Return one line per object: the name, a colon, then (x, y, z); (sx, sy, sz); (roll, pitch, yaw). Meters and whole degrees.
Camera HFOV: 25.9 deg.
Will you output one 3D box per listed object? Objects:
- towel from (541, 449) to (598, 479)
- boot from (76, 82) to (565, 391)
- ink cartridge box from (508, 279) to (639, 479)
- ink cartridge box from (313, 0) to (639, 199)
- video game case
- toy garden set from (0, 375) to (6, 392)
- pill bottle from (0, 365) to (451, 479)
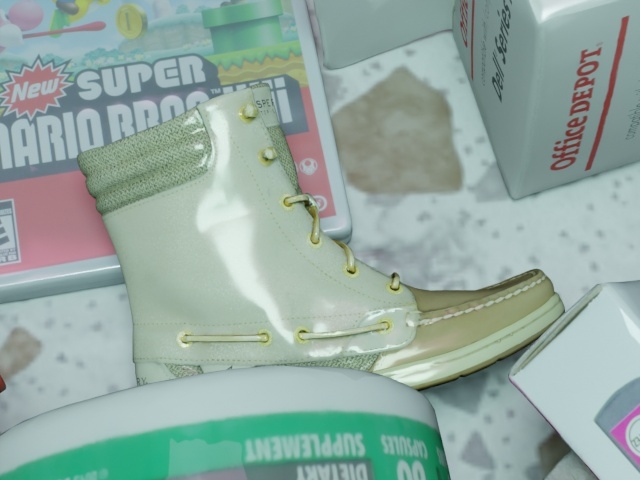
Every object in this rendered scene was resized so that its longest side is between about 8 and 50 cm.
towel: (0.142, 0.172, 0.543); (0.187, 0.282, 0.049); (47, 111, 12)
boot: (0.000, 0.000, 0.680); (0.213, 0.077, 0.165); (-15, 87, -2)
ink cartridge box: (0.243, 0.166, 0.583); (0.371, 0.176, 0.069); (47, 107, 17)
ink cartridge box: (0.177, -0.133, 0.676); (0.354, 0.207, 0.119); (-17, 69, -1)
video game case: (-0.107, -0.114, 0.773); (0.204, 0.025, 0.285); (-10, 69, -4)
toy garden set: (-0.260, 0.090, 0.626); (0.204, 0.049, 0.244); (-34, 32, -19)
pill bottle: (-0.022, 0.247, 0.536); (0.204, 0.204, 0.361); (-9, 69, -4)
